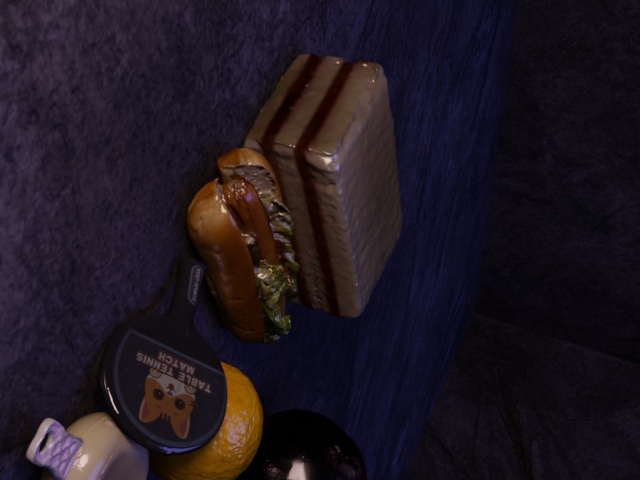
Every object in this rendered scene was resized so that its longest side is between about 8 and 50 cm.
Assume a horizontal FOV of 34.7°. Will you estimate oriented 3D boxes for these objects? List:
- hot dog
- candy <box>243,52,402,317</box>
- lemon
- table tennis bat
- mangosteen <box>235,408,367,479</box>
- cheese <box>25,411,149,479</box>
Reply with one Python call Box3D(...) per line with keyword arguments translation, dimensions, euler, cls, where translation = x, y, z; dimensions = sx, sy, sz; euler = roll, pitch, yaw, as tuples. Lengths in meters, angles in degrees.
Box3D(translation=(-0.079, 0.025, 1.258), dimensions=(0.337, 0.100, 0.135), euler=(82, 29, -54), cls="hot dog")
Box3D(translation=(0.016, -0.065, 1.357), dimensions=(0.179, 0.135, 0.320), euler=(-57, 149, -37), cls="candy")
Box3D(translation=(-0.140, 0.219, 1.188), dimensions=(0.142, 0.142, 0.187), euler=(-55, 169, -46), cls="lemon")
Box3D(translation=(-0.158, 0.119, 1.099), dimensions=(0.027, 0.150, 0.236), euler=(-35, -145, 41), cls="table tennis bat")
Box3D(translation=(-0.050, 0.383, 1.577), dimensions=(0.250, 0.211, 0.211), euler=(-46, 171, 18), cls="mangosteen")
Box3D(translation=(-0.237, 0.226, 1.016), dimensions=(0.227, 0.064, 0.137), euler=(71, 38, -61), cls="cheese")
